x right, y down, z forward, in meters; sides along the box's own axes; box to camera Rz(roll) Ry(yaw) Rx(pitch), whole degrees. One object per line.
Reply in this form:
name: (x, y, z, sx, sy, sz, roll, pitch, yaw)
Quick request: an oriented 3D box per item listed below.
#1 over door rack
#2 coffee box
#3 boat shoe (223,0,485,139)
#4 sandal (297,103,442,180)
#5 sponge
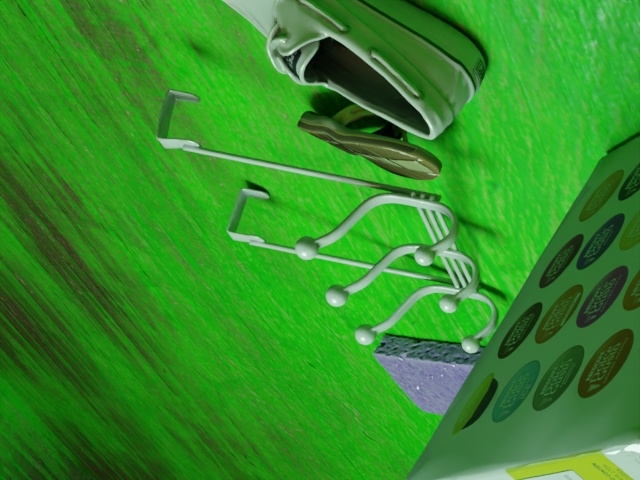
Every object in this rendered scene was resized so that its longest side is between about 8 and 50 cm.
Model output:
over door rack: (0.000, 0.000, 1.460, 0.324, 0.108, 0.239, 24, 164, 25)
coffee box: (0.323, 0.120, 1.029, 0.338, 0.338, 0.334, 38, 156, -8)
boat shoe: (0.000, -0.166, 1.228, 0.267, 0.088, 0.096, 31, 156, 9)
sandal: (0.043, -0.098, 1.348, 0.072, 0.049, 0.180, 28, 179, -36)
sponge: (0.163, 0.160, 1.681, 0.210, 0.031, 0.117, 3, 141, 49)
